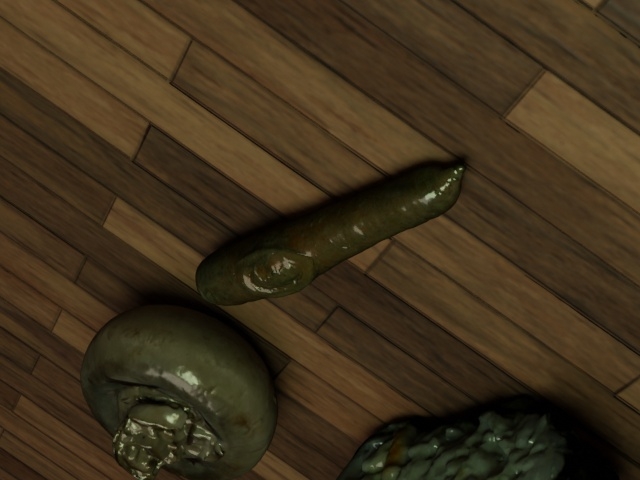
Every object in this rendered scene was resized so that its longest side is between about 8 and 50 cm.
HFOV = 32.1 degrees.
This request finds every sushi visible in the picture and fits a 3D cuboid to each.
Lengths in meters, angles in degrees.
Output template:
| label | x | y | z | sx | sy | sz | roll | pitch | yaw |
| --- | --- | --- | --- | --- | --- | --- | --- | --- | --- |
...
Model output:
| label | x | y | z | sx | sy | sz | roll | pitch | yaw |
| --- | --- | --- | --- | --- | --- | --- | --- | --- | --- |
| sushi | 0.152 | 0.280 | 1.090 | 0.171 | 0.211 | 0.350 | 44 | 144 | -19 |

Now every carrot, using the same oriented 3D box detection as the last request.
| label | x | y | z | sx | sy | sz | roll | pitch | yaw |
| --- | --- | --- | --- | --- | --- | --- | --- | --- | --- |
| carrot | 0.001 | 0.000 | 1.013 | 0.342 | 0.070 | 0.070 | -23 | 115 | 43 |

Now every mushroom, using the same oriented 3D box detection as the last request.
| label | x | y | z | sx | sy | sz | roll | pitch | yaw |
| --- | --- | --- | --- | --- | --- | --- | --- | --- | --- |
| mushroom | -0.157 | 0.177 | 1.201 | 0.227 | 0.178 | 0.226 | 15 | 144 | 11 |
